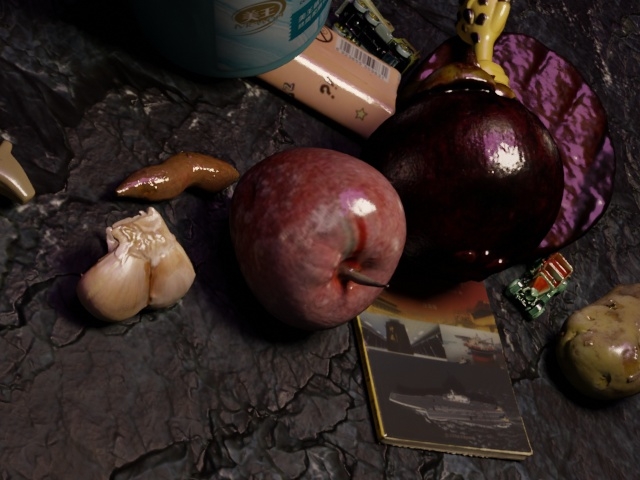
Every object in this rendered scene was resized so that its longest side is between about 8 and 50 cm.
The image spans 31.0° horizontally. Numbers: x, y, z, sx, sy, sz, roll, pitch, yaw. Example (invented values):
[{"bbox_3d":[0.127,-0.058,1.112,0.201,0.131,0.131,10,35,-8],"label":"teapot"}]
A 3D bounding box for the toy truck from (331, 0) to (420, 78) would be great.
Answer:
[{"bbox_3d":[0.103,-0.359,2.046,0.169,0.077,0.100,47,27,9],"label":"toy truck"}]

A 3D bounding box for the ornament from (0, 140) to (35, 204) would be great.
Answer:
[{"bbox_3d":[-0.445,-0.038,1.343,0.230,0.061,0.245,15,51,-31],"label":"ornament"}]

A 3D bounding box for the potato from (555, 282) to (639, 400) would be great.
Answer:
[{"bbox_3d":[0.483,0.163,1.844,0.262,0.165,0.165,-21,71,-43],"label":"potato"}]

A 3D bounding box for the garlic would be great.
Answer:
[{"bbox_3d":[-0.234,0.037,1.433,0.174,0.099,0.124,-31,97,-44],"label":"garlic"}]

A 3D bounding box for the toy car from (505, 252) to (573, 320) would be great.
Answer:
[{"bbox_3d":[0.364,0.071,1.899,0.073,0.054,0.143,50,41,6],"label":"toy car"}]

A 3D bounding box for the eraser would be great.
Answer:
[{"bbox_3d":[-0.011,-0.294,1.892,0.290,0.087,0.171,29,41,-17],"label":"eraser"}]

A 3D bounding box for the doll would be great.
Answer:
[{"bbox_3d":[0.266,-0.296,1.869,0.086,0.117,0.291,14,67,-31],"label":"doll"}]

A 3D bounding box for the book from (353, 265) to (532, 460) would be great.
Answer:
[{"bbox_3d":[0.161,0.141,1.701,0.262,0.028,0.374,11,50,-29],"label":"book"}]

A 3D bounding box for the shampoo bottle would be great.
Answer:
[{"bbox_3d":[-0.135,-0.448,1.646,0.331,0.342,0.331,1,70,-3],"label":"shampoo bottle"}]

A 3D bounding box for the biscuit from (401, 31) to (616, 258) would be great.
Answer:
[{"bbox_3d":[0.312,-0.161,1.953,0.407,0.091,0.407,7,70,-21],"label":"biscuit"}]

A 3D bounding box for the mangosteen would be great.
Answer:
[{"bbox_3d":[0.202,-0.111,1.683,0.307,0.307,0.347,14,62,-29],"label":"mangosteen"}]

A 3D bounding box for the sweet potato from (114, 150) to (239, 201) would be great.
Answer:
[{"bbox_3d":[-0.199,-0.089,1.589,0.218,0.051,0.065,-11,66,-44],"label":"sweet potato"}]

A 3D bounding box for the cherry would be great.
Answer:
[{"bbox_3d":[0.000,0.000,1.533,0.285,0.236,0.213,35,-6,39],"label":"cherry"}]
